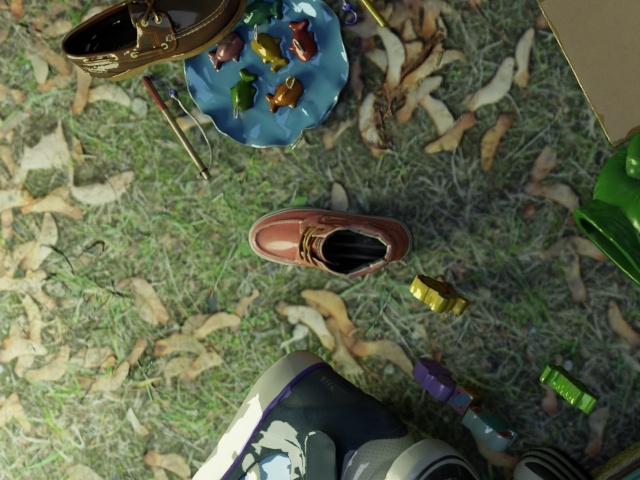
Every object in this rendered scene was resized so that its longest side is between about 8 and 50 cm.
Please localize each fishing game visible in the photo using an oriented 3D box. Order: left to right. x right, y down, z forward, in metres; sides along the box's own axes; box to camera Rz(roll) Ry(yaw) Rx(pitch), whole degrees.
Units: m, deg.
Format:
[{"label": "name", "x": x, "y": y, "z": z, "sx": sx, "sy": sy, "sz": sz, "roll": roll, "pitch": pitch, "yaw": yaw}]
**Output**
[{"label": "fishing game", "x": -0.063, "y": -0.186, "z": 1.162, "sx": 0.264, "sy": 0.041, "sz": 0.189, "roll": -35, "pitch": 83, "yaw": 20}]

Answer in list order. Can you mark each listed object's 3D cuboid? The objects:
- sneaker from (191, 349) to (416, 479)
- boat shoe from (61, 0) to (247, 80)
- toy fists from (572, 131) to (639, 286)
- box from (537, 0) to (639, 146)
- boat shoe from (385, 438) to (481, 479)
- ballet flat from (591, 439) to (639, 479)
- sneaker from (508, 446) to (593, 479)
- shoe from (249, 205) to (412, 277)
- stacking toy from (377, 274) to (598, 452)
[{"label": "sneaker", "x": -0.010, "y": 0.294, "z": 1.117, "sx": 0.236, "sy": 0.130, "sz": 0.323, "roll": 42, "pitch": 118, "yaw": 28}, {"label": "boat shoe", "x": -0.175, "y": -0.222, "z": 1.159, "sx": 0.207, "sy": 0.073, "sz": 0.073, "roll": -22, "pitch": 66, "yaw": 26}, {"label": "toy fists", "x": 0.355, "y": 0.005, "z": 0.976, "sx": 0.142, "sy": 0.096, "sz": 0.279, "roll": -41, "pitch": 54, "yaw": -1}, {"label": "box", "x": 0.326, "y": -0.205, "z": 1.038, "sx": 0.201, "sy": 0.021, "sz": 0.164, "roll": -28, "pitch": 88, "yaw": 20}, {"label": "boat shoe", "x": 0.137, "y": 0.318, "z": 1.007, "sx": 0.105, "sy": 0.113, "sz": 0.306, "roll": 26, "pitch": 134, "yaw": 52}, {"label": "ballet flat", "x": 0.354, "y": 0.194, "z": 1.016, "sx": 0.348, "sy": 0.123, "sz": 0.123, "roll": -37, "pitch": 85, "yaw": 7}, {"label": "sneaker", "x": 0.268, "y": 0.350, "z": 1.099, "sx": 0.281, "sy": 0.106, "sz": 0.162, "roll": 45, "pitch": 114, "yaw": 19}, {"label": "shoe", "x": 0.000, "y": 0.000, "z": 1.142, "sx": 0.178, "sy": 0.081, "sz": 0.064, "roll": 2, "pitch": 98, "yaw": 18}, {"label": "stacking toy", "x": 0.140, "y": 0.160, "z": 1.096, "sx": 0.221, "sy": 0.052, "sz": 0.167, "roll": 38, "pitch": 109, "yaw": 35}]
